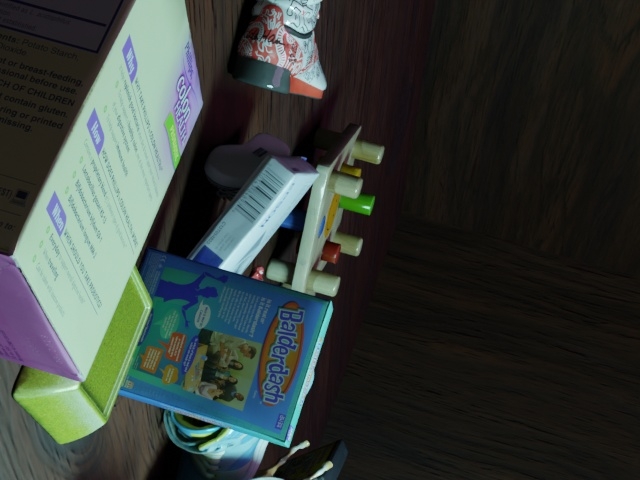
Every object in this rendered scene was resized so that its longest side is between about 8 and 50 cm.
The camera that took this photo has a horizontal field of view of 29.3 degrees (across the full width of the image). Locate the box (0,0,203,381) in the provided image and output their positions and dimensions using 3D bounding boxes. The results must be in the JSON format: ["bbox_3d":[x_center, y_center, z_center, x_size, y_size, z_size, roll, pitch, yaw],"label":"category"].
[{"bbox_3d":[-0.182,-0.064,0.812,0.213,0.117,0.243,88,21,-65],"label":"box"}]

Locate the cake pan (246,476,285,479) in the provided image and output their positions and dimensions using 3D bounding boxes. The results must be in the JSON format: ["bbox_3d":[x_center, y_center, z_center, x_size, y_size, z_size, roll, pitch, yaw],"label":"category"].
[{"bbox_3d":[-0.144,0.445,1.685,0.293,0.054,0.293,-28,147,-21],"label":"cake pan"}]

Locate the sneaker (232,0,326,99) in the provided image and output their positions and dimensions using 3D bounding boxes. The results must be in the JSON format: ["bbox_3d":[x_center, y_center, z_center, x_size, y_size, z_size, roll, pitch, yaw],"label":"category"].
[{"bbox_3d":[-0.030,-0.259,1.539,0.270,0.090,0.145,-22,130,-76],"label":"sneaker"}]

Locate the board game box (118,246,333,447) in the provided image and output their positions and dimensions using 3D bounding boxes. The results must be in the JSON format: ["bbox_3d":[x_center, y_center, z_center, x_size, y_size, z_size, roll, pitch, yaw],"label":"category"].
[{"bbox_3d":[-0.110,0.113,1.306,0.047,0.210,0.160,77,31,-73],"label":"board game box"}]

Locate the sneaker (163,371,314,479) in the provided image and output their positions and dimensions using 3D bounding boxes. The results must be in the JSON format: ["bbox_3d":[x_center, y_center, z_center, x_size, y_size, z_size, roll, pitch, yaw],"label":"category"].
[{"bbox_3d":[-0.160,0.266,1.673,0.208,0.127,0.319,-12,139,-55],"label":"sneaker"}]

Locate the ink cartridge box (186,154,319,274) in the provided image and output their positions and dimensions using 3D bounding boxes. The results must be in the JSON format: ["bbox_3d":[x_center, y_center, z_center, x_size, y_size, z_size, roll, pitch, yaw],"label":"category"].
[{"bbox_3d":[-0.090,-0.008,1.493,0.223,0.045,0.224,-51,175,10],"label":"ink cartridge box"}]

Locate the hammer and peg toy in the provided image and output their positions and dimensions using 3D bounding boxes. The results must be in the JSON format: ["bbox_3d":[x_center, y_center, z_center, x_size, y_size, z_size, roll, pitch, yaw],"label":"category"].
[{"bbox_3d":[0.000,0.000,2.104,0.266,0.127,0.361,-56,160,-65],"label":"hammer and peg toy"}]

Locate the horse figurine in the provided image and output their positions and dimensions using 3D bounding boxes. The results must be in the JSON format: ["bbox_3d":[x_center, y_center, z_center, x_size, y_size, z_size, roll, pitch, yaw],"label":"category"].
[{"bbox_3d":[-0.108,0.357,1.882,0.174,0.263,0.066,-33,115,-29],"label":"horse figurine"}]

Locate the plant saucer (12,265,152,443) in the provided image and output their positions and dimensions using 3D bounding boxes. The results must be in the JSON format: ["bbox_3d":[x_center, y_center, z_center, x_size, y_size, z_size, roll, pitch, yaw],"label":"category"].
[{"bbox_3d":[-0.212,0.091,1.160,0.188,0.045,0.188,86,21,-68],"label":"plant saucer"}]

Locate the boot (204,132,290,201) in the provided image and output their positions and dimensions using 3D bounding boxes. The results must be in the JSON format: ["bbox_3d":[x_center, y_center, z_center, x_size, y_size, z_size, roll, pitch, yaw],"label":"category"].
[{"bbox_3d":[-0.101,-0.073,1.525,0.086,0.069,0.190,-58,168,24],"label":"boot"}]

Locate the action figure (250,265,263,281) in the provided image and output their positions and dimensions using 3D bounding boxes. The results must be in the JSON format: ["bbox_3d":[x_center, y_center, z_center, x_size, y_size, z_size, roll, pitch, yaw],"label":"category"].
[{"bbox_3d":[-0.103,0.087,1.943,0.038,0.030,0.115,-54,157,-53],"label":"action figure"}]

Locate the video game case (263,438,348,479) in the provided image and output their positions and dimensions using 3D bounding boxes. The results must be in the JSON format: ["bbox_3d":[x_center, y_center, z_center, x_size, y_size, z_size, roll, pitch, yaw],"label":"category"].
[{"bbox_3d":[-0.086,0.411,1.999,0.275,0.248,0.035,-21,88,-82],"label":"video game case"}]
